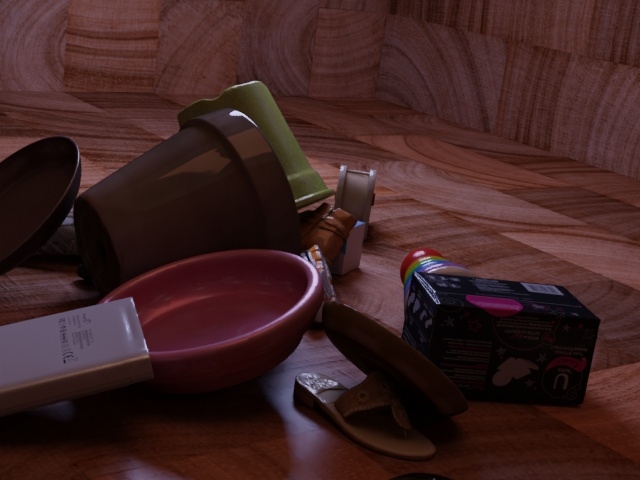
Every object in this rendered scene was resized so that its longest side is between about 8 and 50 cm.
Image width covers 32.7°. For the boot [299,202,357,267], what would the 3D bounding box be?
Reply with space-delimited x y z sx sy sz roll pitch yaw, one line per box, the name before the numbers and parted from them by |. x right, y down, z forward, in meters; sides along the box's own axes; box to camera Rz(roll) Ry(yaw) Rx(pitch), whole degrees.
boot | -0.039 -0.013 2.009 0.197 0.152 0.073 28 -17 28

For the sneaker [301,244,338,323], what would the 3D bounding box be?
sneaker | -0.021 0.085 1.837 0.083 0.084 0.215 -21 22 4

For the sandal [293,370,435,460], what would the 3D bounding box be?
sandal | 0.054 0.203 1.427 0.088 0.079 0.240 -7 22 -43

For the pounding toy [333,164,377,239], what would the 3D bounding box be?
pounding toy | 0.038 -0.091 2.314 0.154 0.154 0.269 9 15 3

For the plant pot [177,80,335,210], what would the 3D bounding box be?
plant pot | -0.144 -0.155 2.074 0.276 0.254 0.276 -21 0 0

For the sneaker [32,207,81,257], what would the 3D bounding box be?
sneaker | -0.482 -0.002 1.915 0.262 0.099 0.121 20 45 14

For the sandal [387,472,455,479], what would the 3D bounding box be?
sandal | 0.160 0.301 1.190 0.219 0.060 0.090 2 3 37

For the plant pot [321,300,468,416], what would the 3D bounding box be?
plant pot | 0.090 0.165 1.449 0.236 0.032 0.236 36 -14 10

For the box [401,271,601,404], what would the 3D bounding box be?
box | 0.259 0.144 1.621 0.247 0.142 0.163 6 15 -10

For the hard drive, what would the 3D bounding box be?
hard drive | -0.368 0.151 1.329 0.307 0.040 0.203 -13 21 -11

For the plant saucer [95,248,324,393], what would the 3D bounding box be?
plant saucer | -0.154 0.114 1.505 0.332 0.084 0.332 -9 21 4

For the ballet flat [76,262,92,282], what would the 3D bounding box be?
ballet flat | -0.351 0.005 1.864 0.049 0.057 0.173 16 46 25

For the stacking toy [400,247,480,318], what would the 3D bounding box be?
stacking toy | 0.198 0.080 1.858 0.141 0.141 0.330 7 11 -2

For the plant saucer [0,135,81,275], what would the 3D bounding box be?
plant saucer | -0.504 -0.043 1.788 0.050 0.310 0.310 49 -11 -34

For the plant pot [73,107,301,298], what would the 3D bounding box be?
plant pot | -0.230 -0.024 1.758 0.280 0.323 0.323 -21 29 -29

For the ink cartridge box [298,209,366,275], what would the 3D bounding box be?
ink cartridge box | 0.000 0.000 2.089 0.143 0.092 0.090 14 16 23
